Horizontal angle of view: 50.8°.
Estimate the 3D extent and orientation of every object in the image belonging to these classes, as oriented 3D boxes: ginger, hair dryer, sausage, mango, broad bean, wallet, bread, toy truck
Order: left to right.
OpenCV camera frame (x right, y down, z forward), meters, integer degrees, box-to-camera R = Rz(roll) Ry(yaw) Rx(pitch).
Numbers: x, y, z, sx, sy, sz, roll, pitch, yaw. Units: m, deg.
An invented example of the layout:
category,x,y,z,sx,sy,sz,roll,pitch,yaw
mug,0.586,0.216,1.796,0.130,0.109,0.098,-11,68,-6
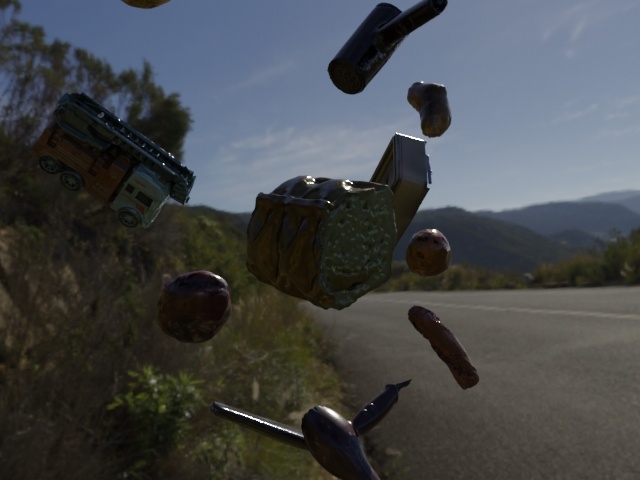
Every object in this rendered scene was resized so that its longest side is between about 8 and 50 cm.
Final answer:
category,x,y,z,sx,sy,sz,roll,pitch,yaw
toy truck,-0.440,-0.168,1.478,0.184,0.338,0.133,-43,18,37
broad bean,-0.274,0.146,1.462,0.156,0.122,0.228,11,-32,-20
wallet,-0.149,0.519,1.867,0.321,0.044,0.170,22,-11,-11
bread,0.001,-0.006,1.162,0.238,0.196,0.252,-31,20,-34
hair dryer,0.151,0.492,1.733,0.340,0.312,0.123,-35,-29,-27
hair dryer,0.135,-0.387,1.237,0.197,0.089,0.251,-53,18,-27
mango,0.345,0.048,2.152,0.156,0.151,0.248,-46,-15,-2
ginger,0.262,-0.318,1.607,0.095,0.190,0.069,-17,-37,12
sausage,0.379,0.321,2.035,0.087,0.326,0.079,-26,17,41

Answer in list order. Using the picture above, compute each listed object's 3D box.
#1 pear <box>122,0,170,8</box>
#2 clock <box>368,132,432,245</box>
category,x,y,z,sx,sy,sz,roll,pitch,yaw
pear,-0.348,-0.555,1.354,0.178,0.178,0.178,-6,-2,0
clock,0.141,-0.092,1.304,0.071,0.147,0.192,16,-45,-11
